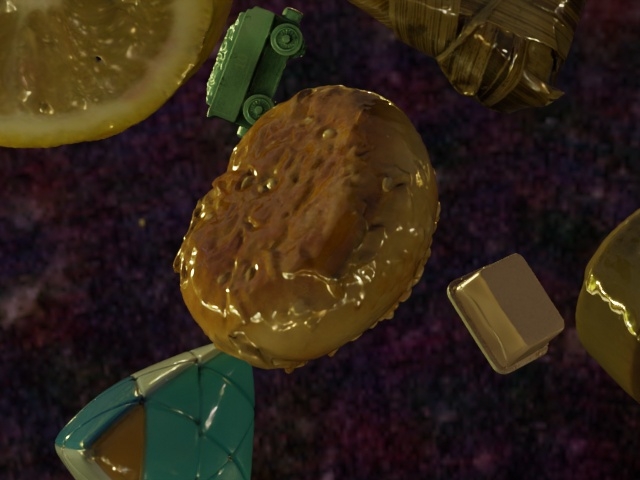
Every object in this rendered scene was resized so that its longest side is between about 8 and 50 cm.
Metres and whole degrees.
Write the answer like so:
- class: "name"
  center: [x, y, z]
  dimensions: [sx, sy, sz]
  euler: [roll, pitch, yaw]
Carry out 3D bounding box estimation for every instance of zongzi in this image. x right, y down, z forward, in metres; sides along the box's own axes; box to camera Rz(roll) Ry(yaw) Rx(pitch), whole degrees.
- class: "zongzi"
  center: [0.157, -0.313, 1.636]
  dimensions: [0.288, 0.134, 0.286]
  euler: [25, 72, -17]

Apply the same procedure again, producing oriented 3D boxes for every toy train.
- class: "toy train"
  center: [-0.080, -0.209, 1.876]
  dimensions: [0.099, 0.172, 0.070]
  euler: [21, 2, 0]

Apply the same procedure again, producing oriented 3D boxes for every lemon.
- class: "lemon"
  center: [-0.225, -0.275, 1.219]
  dimensions: [0.364, 0.364, 0.364]
  euler: [-3, 37, 2]

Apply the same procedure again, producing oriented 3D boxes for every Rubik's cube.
- class: "Rubik's cube"
  center: [-0.162, 0.196, 1.604]
  dimensions: [0.254, 0.254, 0.254]
  euler: [-3, 37, 2]

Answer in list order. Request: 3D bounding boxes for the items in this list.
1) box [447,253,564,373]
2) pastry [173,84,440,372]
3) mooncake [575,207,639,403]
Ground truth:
- class: "box"
  center: [0.212, 0.078, 1.719]
  dimensions: [0.089, 0.062, 0.122]
  euler: [-22, 74, -38]
- class: "pastry"
  center: [0.000, 0.000, 1.617]
  dimensions: [0.284, 0.184, 0.315]
  euler: [16, 72, 46]
- class: "mooncake"
  center: [0.469, 0.074, 2.004]
  dimensions: [0.284, 0.284, 0.155]
  euler: [-24, 41, -24]
